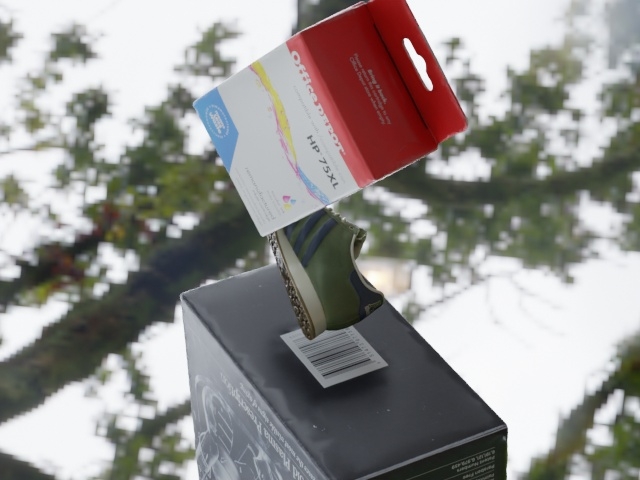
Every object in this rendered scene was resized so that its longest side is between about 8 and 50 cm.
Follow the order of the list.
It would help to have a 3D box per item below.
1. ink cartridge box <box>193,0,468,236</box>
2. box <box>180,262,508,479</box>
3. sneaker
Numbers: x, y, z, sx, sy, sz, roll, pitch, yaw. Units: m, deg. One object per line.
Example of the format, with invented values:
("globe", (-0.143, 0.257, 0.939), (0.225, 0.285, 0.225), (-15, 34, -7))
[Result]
("ink cartridge box", (0.005, -0.102, 1.463), (0.078, 0.231, 0.134), (-29, -88, -35))
("box", (0.019, 0.235, 1.741), (0.179, 0.343, 0.313), (-18, -55, -21))
("sneaker", (0.000, 0.000, 1.681), (0.064, 0.086, 0.192), (92, 160, -59))
